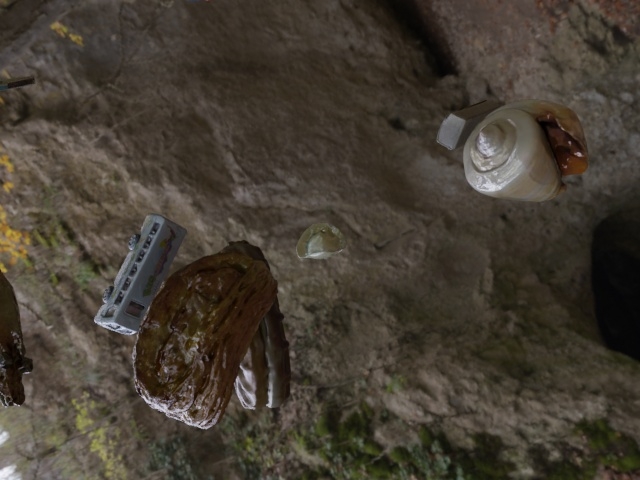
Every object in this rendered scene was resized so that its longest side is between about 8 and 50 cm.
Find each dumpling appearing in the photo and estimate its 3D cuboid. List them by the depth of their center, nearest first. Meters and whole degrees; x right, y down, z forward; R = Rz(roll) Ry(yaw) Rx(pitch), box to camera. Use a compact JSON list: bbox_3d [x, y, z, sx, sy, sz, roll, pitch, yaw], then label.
[{"bbox_3d":[0.001,0.000,0.957,0.043,0.077,0.060,0,-106,-55],"label":"dumpling"}]

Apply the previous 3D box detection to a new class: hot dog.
[{"bbox_3d":[-0.165,0.122,0.843,0.114,0.175,0.259,46,-121,-49],"label":"hot dog"}]

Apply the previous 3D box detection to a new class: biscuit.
[{"bbox_3d":[-0.144,0.171,1.248,0.268,0.115,0.367,128,129,-71],"label":"biscuit"}]

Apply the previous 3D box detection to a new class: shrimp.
[{"bbox_3d":[-0.458,0.136,0.811,0.062,0.154,0.294,21,-169,-46],"label":"shrimp"}]

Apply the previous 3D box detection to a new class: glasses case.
[{"bbox_3d":[0.317,-0.249,1.261,0.047,0.071,0.205,33,-145,23],"label":"glasses case"}]

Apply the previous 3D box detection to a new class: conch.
[{"bbox_3d":[0.292,-0.127,0.861,0.127,0.158,0.255,46,-162,31],"label":"conch"}]

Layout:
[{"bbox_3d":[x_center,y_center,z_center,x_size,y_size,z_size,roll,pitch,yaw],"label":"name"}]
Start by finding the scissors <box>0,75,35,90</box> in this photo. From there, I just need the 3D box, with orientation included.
[{"bbox_3d":[-0.462,-0.220,0.843,0.119,0.058,0.014,-32,-38,-48],"label":"scissors"}]

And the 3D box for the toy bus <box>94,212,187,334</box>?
[{"bbox_3d":[-0.473,0.092,1.582,0.109,0.330,0.136,31,166,-35],"label":"toy bus"}]
